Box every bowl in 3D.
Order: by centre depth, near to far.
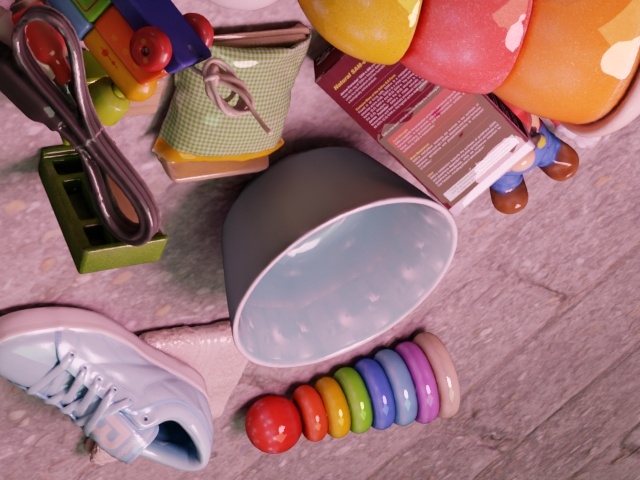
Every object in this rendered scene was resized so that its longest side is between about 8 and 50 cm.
[{"bbox_3d":[0.000,0.000,1.849,0.311,0.163,0.311,-21,148,-14],"label":"bowl"}]

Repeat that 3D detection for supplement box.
[{"bbox_3d":[0.119,-0.157,1.699,0.130,0.073,0.239,-41,112,16],"label":"supplement box"}]

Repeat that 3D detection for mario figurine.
[{"bbox_3d":[0.250,-0.109,1.891,0.198,0.170,0.320,-67,155,-6],"label":"mario figurine"}]

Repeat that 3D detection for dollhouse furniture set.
[{"bbox_3d":[-0.132,-0.104,1.601,0.301,0.151,0.198,-10,143,-30],"label":"dollhouse furniture set"}]

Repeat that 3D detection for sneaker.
[{"bbox_3d":[-0.267,0.199,1.874,0.366,0.150,0.135,24,121,-39],"label":"sneaker"}]

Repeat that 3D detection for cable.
[{"bbox_3d":[-0.230,-0.127,1.411,0.139,0.072,0.287,-28,114,36],"label":"cable"}]

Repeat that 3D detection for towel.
[{"bbox_3d":[-0.213,0.218,2.086,0.187,0.049,0.282,-6,141,-35],"label":"towel"}]

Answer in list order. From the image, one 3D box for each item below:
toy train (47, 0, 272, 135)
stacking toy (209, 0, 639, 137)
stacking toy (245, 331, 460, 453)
[{"bbox_3d":[-0.172,-0.158,1.422,0.143,0.248,0.105,-39,179,30],"label":"toy train"},{"bbox_3d":[0.094,-0.275,1.468,0.479,0.351,0.351,-2,141,-15],"label":"stacking toy"},{"bbox_3d":[0.044,0.253,2.279,0.330,0.141,0.141,-17,146,-15],"label":"stacking toy"}]
